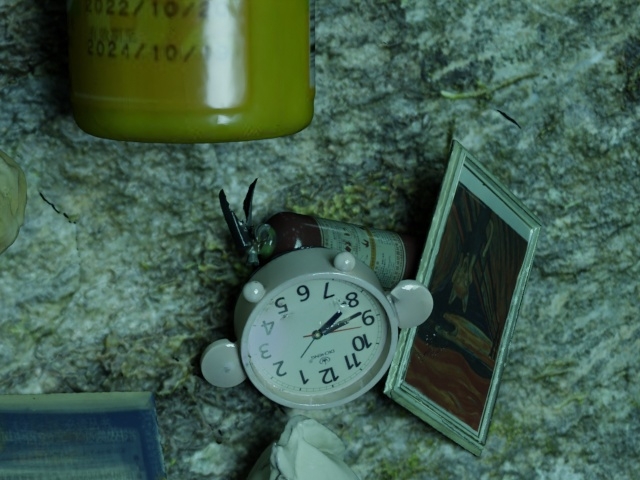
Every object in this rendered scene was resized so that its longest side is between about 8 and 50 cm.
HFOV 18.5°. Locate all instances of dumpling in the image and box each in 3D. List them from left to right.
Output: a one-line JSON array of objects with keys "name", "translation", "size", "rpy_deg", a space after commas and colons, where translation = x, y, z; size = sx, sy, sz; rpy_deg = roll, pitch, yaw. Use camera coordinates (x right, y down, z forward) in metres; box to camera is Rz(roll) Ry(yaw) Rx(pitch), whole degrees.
[{"name": "dumpling", "translation": [-0.008, 0.249, 1.870], "size": [0.136, 0.118, 0.199], "rpy_deg": [-55, 143, -41]}]

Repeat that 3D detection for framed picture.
[{"name": "framed picture", "translation": [0.153, 0.063, 2.002], "size": [0.216, 0.016, 0.273], "rpy_deg": [36, 65, -52]}]

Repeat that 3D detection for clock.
[{"name": "clock", "translation": [-0.007, 0.081, 1.872], "size": [0.229, 0.063, 0.156], "rpy_deg": [-20, 118, -2]}]

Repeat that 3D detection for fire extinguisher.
[{"name": "fire extinguisher", "translation": [0.000, 0.000, 1.927], "size": [0.231, 0.071, 0.099], "rpy_deg": [12, 68, -32]}]

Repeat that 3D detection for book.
[{"name": "book", "translation": [-0.224, 0.290, 1.727], "size": [0.228, 0.018, 0.322], "rpy_deg": [2, 69, -34]}]

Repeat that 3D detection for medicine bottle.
[{"name": "medicine bottle", "translation": [-0.116, -0.286, 1.744], "size": [0.224, 0.224, 0.384], "rpy_deg": [-8, 103, -34]}]

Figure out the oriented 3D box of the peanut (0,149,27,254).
[{"name": "peanut", "translation": [-0.381, -0.027, 1.637], "size": [0.298, 0.120, 0.136], "rpy_deg": [4, 45, -33]}]
